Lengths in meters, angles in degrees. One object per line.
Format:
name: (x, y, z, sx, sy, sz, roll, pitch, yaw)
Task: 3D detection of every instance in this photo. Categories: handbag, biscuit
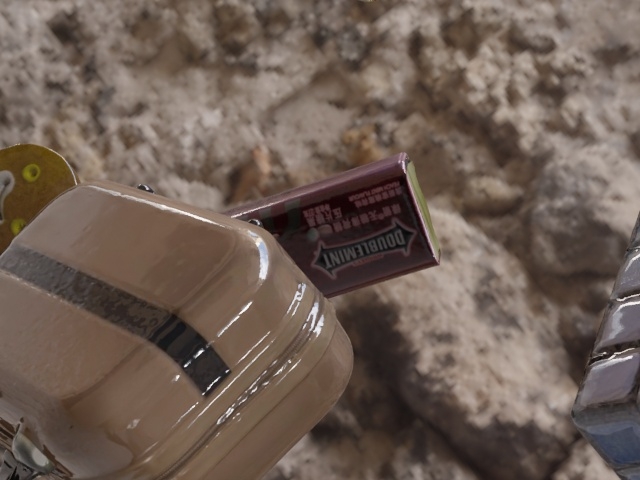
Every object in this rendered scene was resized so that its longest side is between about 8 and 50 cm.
handbag: (-0.156, 0.099, 0.926, 0.302, 0.283, 0.149, 19, -27, 50)
biscuit: (-0.366, -0.039, 1.384, 0.039, 0.236, 0.180, 63, 30, -69)

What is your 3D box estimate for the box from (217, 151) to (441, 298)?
box: (0.000, 0.000, 1.317, 0.069, 0.224, 0.120, -67, 139, -73)

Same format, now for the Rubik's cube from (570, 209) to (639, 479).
Rubik's cube: (0.322, 0.072, 0.751, 0.237, 0.237, 0.238, 49, 49, -23)
